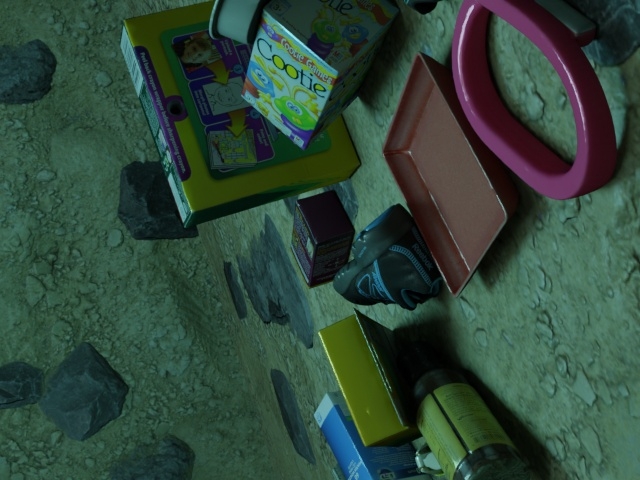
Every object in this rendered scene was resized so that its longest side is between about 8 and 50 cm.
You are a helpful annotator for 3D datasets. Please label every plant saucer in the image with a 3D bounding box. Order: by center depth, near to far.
[{"bbox_3d":[0.176,-0.087,1.342,0.259,0.048,0.258,108,142,-62],"label":"plant saucer"}]

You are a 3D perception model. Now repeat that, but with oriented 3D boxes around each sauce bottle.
[{"bbox_3d":[0.202,0.268,1.513,0.344,0.111,0.111,-117,16,-60],"label":"sauce bottle"}]

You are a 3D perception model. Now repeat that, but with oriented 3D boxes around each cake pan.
[{"bbox_3d":[-0.053,-0.397,1.418,0.054,0.293,0.293,36,159,1],"label":"cake pan"}]

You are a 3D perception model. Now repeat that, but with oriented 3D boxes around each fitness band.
[{"bbox_3d":[0.224,-0.168,1.084,0.291,0.054,0.209,-124,22,-47],"label":"fitness band"}]

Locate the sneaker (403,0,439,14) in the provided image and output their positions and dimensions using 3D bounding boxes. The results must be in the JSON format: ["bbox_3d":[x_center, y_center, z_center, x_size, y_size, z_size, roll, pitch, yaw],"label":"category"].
[{"bbox_3d":[0.141,-0.344,1.145,0.106,0.101,0.267,52,165,-4],"label":"sneaker"}]

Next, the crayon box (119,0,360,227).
[{"bbox_3d":[-0.143,-0.241,1.747,0.106,0.313,0.363,134,117,-68],"label":"crayon box"}]

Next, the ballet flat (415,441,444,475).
[{"bbox_3d":[0.203,0.362,1.676,0.231,0.077,0.077,132,119,-72],"label":"ballet flat"}]

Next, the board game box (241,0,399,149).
[{"bbox_3d":[-0.009,-0.277,1.495,0.144,0.142,0.275,41,159,4],"label":"board game box"}]

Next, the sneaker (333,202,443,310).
[{"bbox_3d":[0.110,0.064,1.586,0.139,0.125,0.341,48,168,10],"label":"sneaker"}]

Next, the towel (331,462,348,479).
[{"bbox_3d":[0.144,0.614,1.959,0.324,0.056,0.312,49,-173,-50],"label":"towel"}]

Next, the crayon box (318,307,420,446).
[{"bbox_3d":[0.093,0.237,1.664,0.203,0.083,0.323,67,-172,17],"label":"crayon box"}]

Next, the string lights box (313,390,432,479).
[{"bbox_3d":[0.105,0.410,1.927,0.259,0.133,0.076,60,136,38],"label":"string lights box"}]

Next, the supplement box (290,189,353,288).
[{"bbox_3d":[0.000,0.000,1.952,0.188,0.081,0.104,100,148,-59],"label":"supplement box"}]
